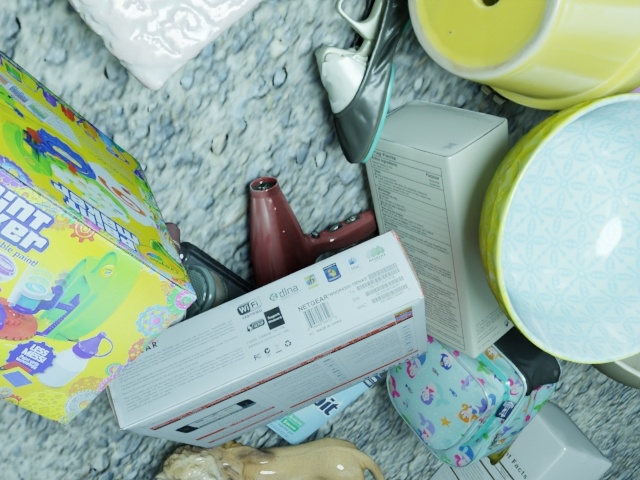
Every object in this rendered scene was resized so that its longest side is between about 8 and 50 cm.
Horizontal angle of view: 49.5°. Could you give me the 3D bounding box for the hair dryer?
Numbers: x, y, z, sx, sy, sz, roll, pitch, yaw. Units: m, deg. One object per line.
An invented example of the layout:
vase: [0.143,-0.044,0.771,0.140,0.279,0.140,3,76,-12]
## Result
hair dryer: [0.000,0.000,0.953,0.293,0.080,0.224,31,88,-43]

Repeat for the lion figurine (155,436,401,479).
lion figurine: [-0.051,0.378,1.102,0.392,0.142,0.240,-13,129,-11]

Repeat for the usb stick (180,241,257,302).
usb stick: [-0.115,0.092,0.956,0.077,0.045,0.278,-43,130,8]

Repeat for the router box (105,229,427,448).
router box: [-0.040,0.138,0.832,0.335,0.082,0.301,-24,158,0]

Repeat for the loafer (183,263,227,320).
loafer: [-0.207,0.110,0.871,0.267,0.096,0.084,-31,151,27]

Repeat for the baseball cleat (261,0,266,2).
baseball cleat: [-0.065,-0.292,0.708,0.206,0.072,0.109,-22,129,-13]

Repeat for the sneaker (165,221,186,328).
sneaker: [-0.259,0.050,0.824,0.281,0.162,0.106,-16,146,29]

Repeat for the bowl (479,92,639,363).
bowl: [0.290,-0.024,0.788,0.289,0.156,0.289,-4,105,-16]

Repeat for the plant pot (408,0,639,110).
plant pot: [0.225,-0.256,0.715,0.239,0.254,0.254,-20,132,-45]

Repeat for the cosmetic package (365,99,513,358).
cosmetic package: [0.165,-0.014,0.923,0.113,0.160,0.309,-32,127,-27]

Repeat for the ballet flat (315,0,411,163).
ballet flat: [0.051,-0.231,0.802,0.096,0.095,0.280,14,104,-20]

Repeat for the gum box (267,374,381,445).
gum box: [-0.016,0.228,1.099,0.184,0.041,0.157,-39,130,1]

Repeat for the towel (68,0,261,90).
towel: [-0.138,-0.353,0.601,0.317,0.053,0.332,-38,117,1]

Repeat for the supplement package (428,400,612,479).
supplement package: [0.383,0.466,1.371,0.177,0.175,0.293,27,107,-35]

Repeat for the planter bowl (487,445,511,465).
planter bowl: [0.310,0.280,1.239,0.090,0.217,0.217,25,115,10]

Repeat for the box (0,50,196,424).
box: [-0.301,-0.035,0.626,0.177,0.279,0.290,-44,129,5]

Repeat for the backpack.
backpack: [0.222,0.227,1.093,0.191,0.225,0.253,-14,137,-33]

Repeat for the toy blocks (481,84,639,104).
toy blocks: [0.374,-0.126,0.980,0.260,0.309,0.288,-22,151,-56]

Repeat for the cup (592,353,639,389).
cup: [0.547,0.116,1.163,0.331,0.331,0.237,-26,155,-9]
